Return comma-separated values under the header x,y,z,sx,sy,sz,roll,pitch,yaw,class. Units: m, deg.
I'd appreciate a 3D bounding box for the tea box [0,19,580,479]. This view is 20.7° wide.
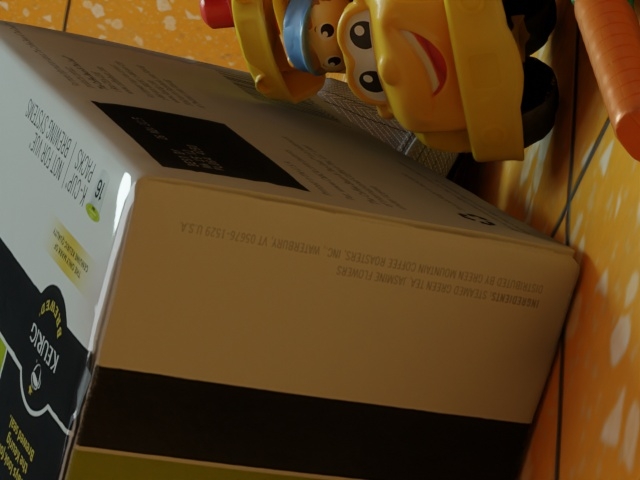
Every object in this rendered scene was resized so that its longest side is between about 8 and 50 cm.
x,y,z,sx,sy,sz,roll,pitch,yaw,class
-0.078,0.091,0.892,0.329,0.220,0.323,41,117,61,tea box

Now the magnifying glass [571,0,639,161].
x,y,z,sx,sy,sz,roll,pitch,yaw,class
0.117,-0.112,0.746,0.026,0.092,0.231,-31,35,21,magnifying glass

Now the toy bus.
x,y,z,sx,sy,sz,roll,pitch,yaw,class
0.016,-0.140,0.929,0.220,0.211,0.149,-84,-14,-53,toy bus

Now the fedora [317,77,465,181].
x,y,z,sx,sy,sz,roll,pitch,yaw,class
0.000,0.000,1.159,0.244,0.124,0.275,-58,-8,-43,fedora
